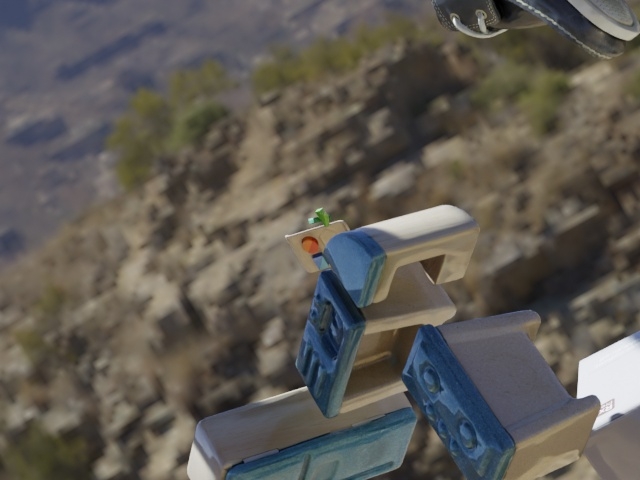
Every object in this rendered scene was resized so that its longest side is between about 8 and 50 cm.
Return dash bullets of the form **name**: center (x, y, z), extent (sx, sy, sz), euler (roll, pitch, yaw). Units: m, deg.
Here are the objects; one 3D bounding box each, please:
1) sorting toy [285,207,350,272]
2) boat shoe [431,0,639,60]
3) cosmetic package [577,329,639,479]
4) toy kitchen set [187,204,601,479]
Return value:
- **sorting toy**: center (0.000, 0.000, 1.830), extent (0.062, 0.083, 0.012), euler (-14, 49, 16)
- **boat shoe**: center (0.112, -0.161, 1.249), extent (0.084, 0.233, 0.079), euler (12, -71, -44)
- **cosmetic package**: center (0.247, 0.147, 1.051), extent (0.127, 0.238, 0.107), euler (-28, 13, 18)
- **toy kitchen set**: center (0.031, 0.106, 1.016), extent (0.122, 0.166, 0.207), euler (-16, -37, -25)
